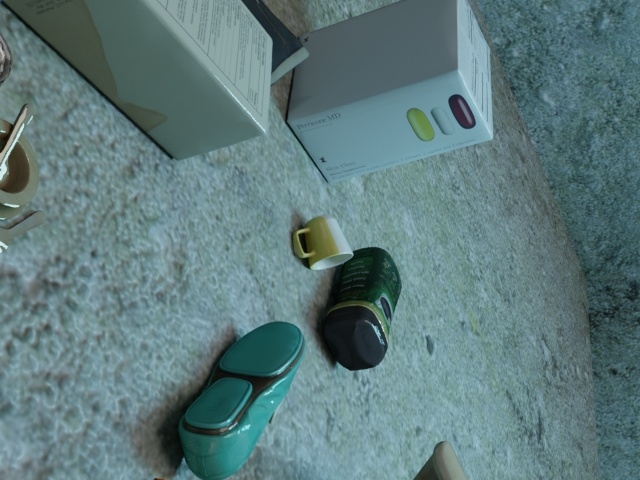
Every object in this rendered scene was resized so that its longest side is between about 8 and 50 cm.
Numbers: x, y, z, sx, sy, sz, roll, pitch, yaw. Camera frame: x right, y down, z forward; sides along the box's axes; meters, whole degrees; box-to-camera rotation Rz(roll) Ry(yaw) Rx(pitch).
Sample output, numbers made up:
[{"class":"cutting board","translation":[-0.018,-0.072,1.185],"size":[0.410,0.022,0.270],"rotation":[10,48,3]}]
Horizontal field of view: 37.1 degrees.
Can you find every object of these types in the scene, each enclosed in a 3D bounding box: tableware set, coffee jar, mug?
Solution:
[{"class":"tableware set","translation":[-0.273,-0.044,0.726],"size":[0.128,0.039,0.194],"rotation":[69,24,-14]},{"class":"coffee jar","translation":[0.061,0.096,1.349],"size":[0.184,0.079,0.096],"rotation":[-69,141,-55]},{"class":"mug","translation":[0.004,-0.001,1.306],"size":[0.078,0.062,0.064],"rotation":[25,46,-69]}]

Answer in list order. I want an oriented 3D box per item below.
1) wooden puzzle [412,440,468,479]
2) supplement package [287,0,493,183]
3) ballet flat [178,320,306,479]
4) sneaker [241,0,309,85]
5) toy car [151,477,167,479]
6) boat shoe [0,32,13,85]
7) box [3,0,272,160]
[{"class":"wooden puzzle","translation":[0.162,0.435,1.122],"size":[0.348,0.080,0.322],"rotation":[96,-28,-62]},{"class":"supplement package","translation":[0.106,-0.231,1.410],"size":[0.145,0.262,0.204],"rotation":[53,32,-41]},{"class":"ballet flat","translation":[-0.082,0.171,1.006],"size":[0.247,0.083,0.087],"rotation":[-48,145,-63]},{"class":"sneaker","translation":[-0.109,-0.230,1.188],"size":[0.118,0.083,0.222],"rotation":[51,35,-8]},{"class":"toy car","translation":[-0.136,0.273,0.846],"size":[0.060,0.041,0.122],"rotation":[11,66,-65]},{"class":"boat shoe","translation":[-0.319,-0.194,0.619],"size":[0.324,0.097,0.116],"rotation":[43,39,-46]},{"class":"box","translation":[-0.176,-0.228,0.950],"size":[0.311,0.121,0.148],"rotation":[47,36,-48]}]
